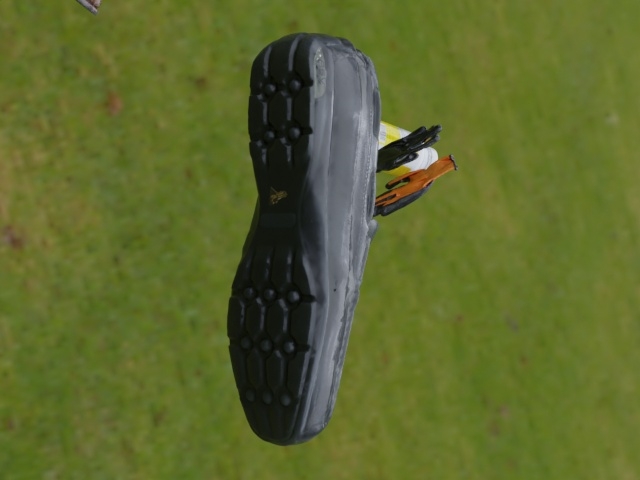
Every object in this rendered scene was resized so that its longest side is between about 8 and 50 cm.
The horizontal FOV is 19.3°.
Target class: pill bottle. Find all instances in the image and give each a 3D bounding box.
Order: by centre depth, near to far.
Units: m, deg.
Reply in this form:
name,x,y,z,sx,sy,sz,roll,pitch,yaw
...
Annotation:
name,x,y,z,sx,sy,sz,roll,pitch,yaw
pill bottle,0.065,-0.082,1.712,0.083,0.043,0.043,20,55,-31

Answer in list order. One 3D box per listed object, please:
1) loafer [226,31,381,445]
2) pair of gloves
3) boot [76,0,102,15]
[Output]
name,x,y,z,sx,sy,sz,roll,pitch,yaw
loafer,0.000,0.000,1.023,0.078,0.076,0.223,6,87,-46
pair of gloves,0.058,-0.049,1.323,0.010,0.074,0.083,56,10,-30
boot,-0.112,-0.193,1.067,0.037,0.114,0.106,39,13,-46
